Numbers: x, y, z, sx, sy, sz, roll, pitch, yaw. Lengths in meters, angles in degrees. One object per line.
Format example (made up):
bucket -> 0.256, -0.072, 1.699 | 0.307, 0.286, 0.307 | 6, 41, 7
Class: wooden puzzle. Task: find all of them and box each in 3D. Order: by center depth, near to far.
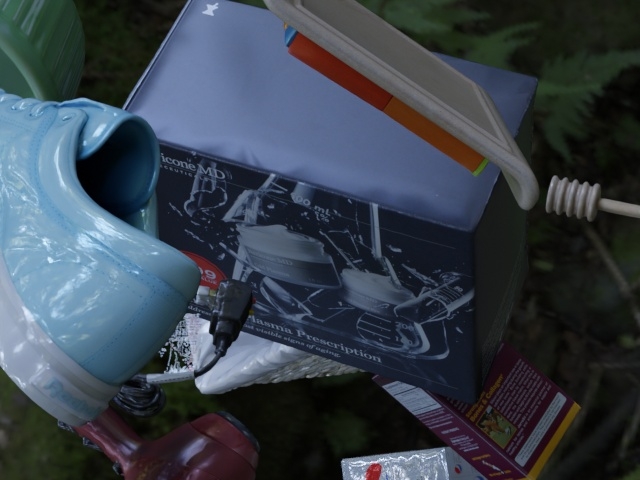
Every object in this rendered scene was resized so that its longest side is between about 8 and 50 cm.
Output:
wooden puzzle -> 0.044, -0.122, 1.043 | 0.044, 0.238, 0.221 | -49, 13, 14

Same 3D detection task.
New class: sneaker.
sneaker -> -0.176, -0.042, 1.000 | 0.150, 0.135, 0.366 | -40, 50, 4

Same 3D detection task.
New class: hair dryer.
hair dryer -> -0.159, 0.171, 1.234 | 0.223, 0.080, 0.294 | -7, 55, 11

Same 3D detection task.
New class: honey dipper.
honey dipper -> 0.252, -0.021, 1.135 | 0.160, 0.030, 0.030 | 11, 83, 14

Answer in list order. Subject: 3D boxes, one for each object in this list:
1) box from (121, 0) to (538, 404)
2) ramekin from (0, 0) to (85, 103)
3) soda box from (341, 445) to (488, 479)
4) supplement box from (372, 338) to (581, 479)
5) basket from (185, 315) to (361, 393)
box -> 0.015, -0.035, 1.425 | 0.343, 0.312, 0.179 | 16, 59, 17
ramekin -> -0.371, -0.172, 1.419 | 0.303, 0.303, 0.148 | -34, 28, 39
soda box -> 0.120, 0.301, 1.911 | 0.216, 0.074, 0.069 | -18, 76, 52
supplement box -> 0.163, 0.160, 1.570 | 0.104, 0.188, 0.081 | -52, 8, -25
basket -> 0.000, 0.000, 1.872 | 0.328, 0.266, 0.331 | -31, 64, 54
